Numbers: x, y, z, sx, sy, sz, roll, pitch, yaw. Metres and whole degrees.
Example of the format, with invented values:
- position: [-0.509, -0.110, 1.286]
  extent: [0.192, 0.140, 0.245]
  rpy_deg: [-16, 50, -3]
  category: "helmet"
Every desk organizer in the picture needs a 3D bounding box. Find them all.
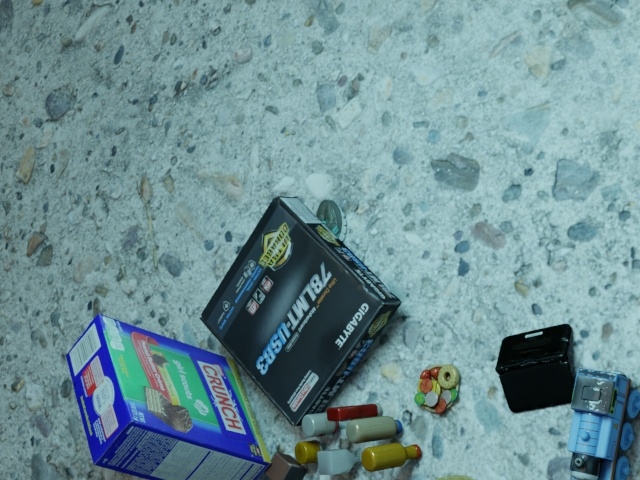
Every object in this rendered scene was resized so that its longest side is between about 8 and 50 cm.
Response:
- position: [-0.082, 0.443, 2.100]
  extent: [0.050, 0.047, 0.130]
  rpy_deg: [33, 97, 44]
  category: "desk organizer"

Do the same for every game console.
- position: [0.343, 0.199, 1.857]
  extent: [0.122, 0.071, 0.107]
  rpy_deg: [-17, 35, 34]
  category: "game console"

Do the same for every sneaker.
- position: [0.000, 0.000, 2.168]
  extent: [0.065, 0.076, 0.166]
  rpy_deg: [-7, 70, 37]
  category: "sneaker"

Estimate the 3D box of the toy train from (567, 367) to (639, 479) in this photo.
- position: [0.404, 0.274, 1.717]
  extent: [0.080, 0.105, 0.184]
  rpy_deg: [6, 78, 41]
  category: "toy train"

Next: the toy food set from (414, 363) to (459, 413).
- position: [0.193, 0.244, 1.960]
  extent: [0.083, 0.020, 0.082]
  rpy_deg: [0, 75, 39]
  category: "toy food set"

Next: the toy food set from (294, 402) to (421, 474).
- position: [0.059, 0.334, 2.012]
  extent: [0.232, 0.104, 0.111]
  rpy_deg: [-17, 77, 54]
  category: "toy food set"

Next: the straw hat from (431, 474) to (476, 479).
- position: [0.199, 0.432, 1.857]
  extent: [0.144, 0.144, 0.061]
  rpy_deg: [-9, 112, 37]
  category: "straw hat"

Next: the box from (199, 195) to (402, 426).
- position: [-0.044, 0.123, 2.101]
  extent: [0.293, 0.073, 0.295]
  rpy_deg: [47, 116, 27]
  category: "box"

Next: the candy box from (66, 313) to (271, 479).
- position: [-0.267, 0.298, 2.100]
  extent: [0.122, 0.317, 0.268]
  rpy_deg: [-48, 42, 19]
  category: "candy box"
